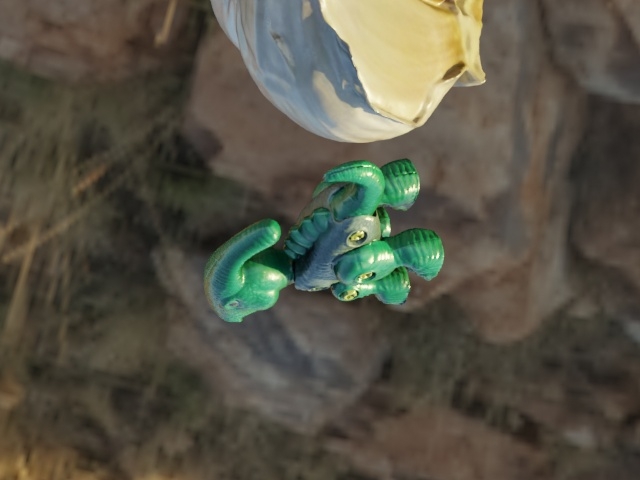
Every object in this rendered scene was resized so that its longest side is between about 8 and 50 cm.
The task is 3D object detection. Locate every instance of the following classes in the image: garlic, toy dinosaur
[{"bbox_3d":[0.002,-0.166,1.077,0.142,0.229,0.178,-3,146,37],"label":"garlic"},{"bbox_3d":[0.000,0.000,0.885,0.096,0.059,0.132,-8,154,-24],"label":"toy dinosaur"}]
